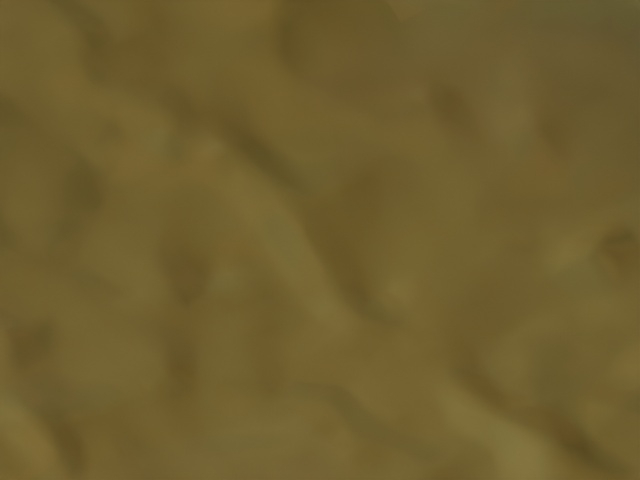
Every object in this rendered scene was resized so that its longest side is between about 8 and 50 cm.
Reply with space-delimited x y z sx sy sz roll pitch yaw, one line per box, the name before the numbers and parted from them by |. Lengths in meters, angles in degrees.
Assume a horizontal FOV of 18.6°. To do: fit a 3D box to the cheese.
cheese | 0.000 0.000 0.421 0.326 0.115 0.318 11 -52 0
